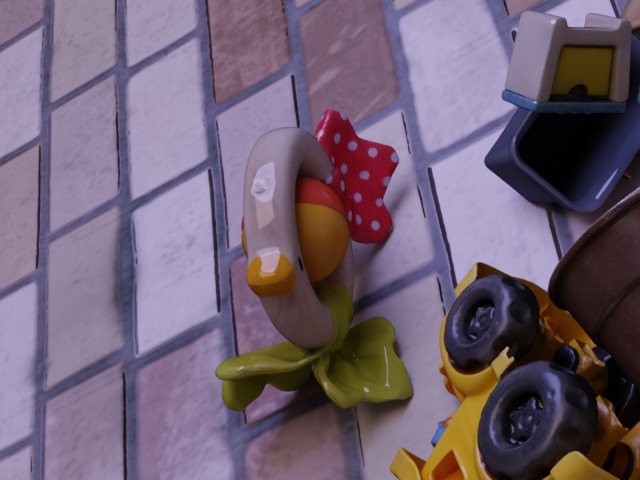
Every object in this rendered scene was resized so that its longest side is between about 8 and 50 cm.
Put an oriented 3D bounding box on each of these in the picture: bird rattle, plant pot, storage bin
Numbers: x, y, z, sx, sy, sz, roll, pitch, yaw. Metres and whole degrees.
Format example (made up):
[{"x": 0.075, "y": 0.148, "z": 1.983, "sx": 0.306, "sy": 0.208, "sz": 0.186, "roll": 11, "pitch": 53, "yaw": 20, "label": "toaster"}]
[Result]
[{"x": 0.000, "y": 0.000, "z": 1.300, "sx": 0.143, "sy": 0.207, "sz": 0.253, "roll": 0, "pitch": 63, "yaw": 19, "label": "bird rattle"}, {"x": 0.248, "y": 0.055, "z": 1.035, "sx": 0.167, "sy": 0.167, "sz": 0.165, "roll": -35, "pitch": 66, "yaw": 11, "label": "plant pot"}, {"x": 0.190, "y": -0.084, "z": 1.296, "sx": 0.135, "sy": 0.098, "sz": 0.091, "roll": -55, "pitch": 12, "yaw": -13, "label": "storage bin"}]

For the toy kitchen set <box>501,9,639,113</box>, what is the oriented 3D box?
[{"x": 0.246, "y": -0.078, "z": 1.153, "sx": 0.207, "sy": 0.166, "sz": 0.122, "roll": 25, "pitch": 113, "yaw": 56, "label": "toy kitchen set"}]

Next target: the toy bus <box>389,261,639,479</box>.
[{"x": 0.118, "y": 0.155, "z": 1.109, "sx": 0.211, "sy": 0.149, "sz": 0.220, "roll": -49, "pitch": 34, "yaw": 19, "label": "toy bus"}]

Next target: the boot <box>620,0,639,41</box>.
[{"x": 0.362, "y": -0.254, "z": 1.302, "sx": 0.236, "sy": 0.089, "sz": 0.269, "roll": -7, "pitch": 51, "yaw": 50, "label": "boot"}]
